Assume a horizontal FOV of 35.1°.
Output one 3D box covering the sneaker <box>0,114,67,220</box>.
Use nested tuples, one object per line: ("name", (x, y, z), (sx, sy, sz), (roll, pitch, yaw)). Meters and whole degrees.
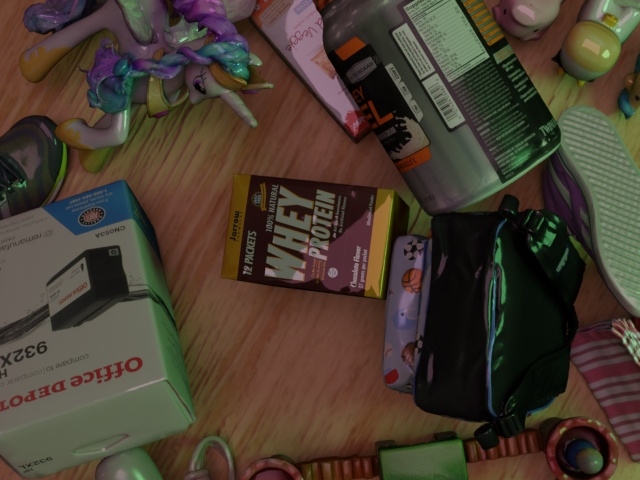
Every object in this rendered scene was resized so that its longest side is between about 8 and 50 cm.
("sneaker", (-0.451, -0.043, 1.341), (0.111, 0.121, 0.300), (38, 89, 5))

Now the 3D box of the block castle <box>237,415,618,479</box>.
("block castle", (0.139, 0.385, 1.222), (0.453, 0.213, 0.303), (-7, 86, 0))

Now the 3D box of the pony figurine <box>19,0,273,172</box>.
("pony figurine", (-0.217, -0.275, 1.258), (0.363, 0.303, 0.351), (-13, 84, 38))

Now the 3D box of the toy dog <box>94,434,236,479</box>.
("toy dog", (-0.200, 0.424, 1.280), (0.161, 0.220, 0.333), (-24, 76, 33))

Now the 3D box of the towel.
("towel", (0.385, 0.193, 1.264), (0.029, 0.144, 0.197), (-29, 85, -22))

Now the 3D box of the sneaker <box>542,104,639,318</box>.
("sneaker", (0.356, -0.013, 1.261), (0.102, 0.161, 0.282), (-9, 63, -8))

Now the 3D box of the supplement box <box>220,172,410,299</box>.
("supplement box", (0.000, 0.000, 1.266), (0.194, 0.191, 0.129), (7, 87, 11))

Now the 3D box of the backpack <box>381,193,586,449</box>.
("backpack", (0.203, 0.099, 1.221), (0.213, 0.263, 0.276), (7, 85, 38))

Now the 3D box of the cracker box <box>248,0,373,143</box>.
("cracker box", (0.031, -0.267, 1.353), (0.156, 0.067, 0.232), (-41, 85, 0))

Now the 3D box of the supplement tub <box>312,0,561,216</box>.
("supplement tub", (0.132, -0.203, 1.216), (0.193, 0.193, 0.316), (-32, 94, 1))

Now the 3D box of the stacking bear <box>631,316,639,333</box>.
("stacking bear", (0.550, 0.095, 1.258), (0.289, 0.164, 0.175), (0, 86, -1))

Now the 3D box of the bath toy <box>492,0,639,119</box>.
("bath toy", (0.294, -0.305, 1.317), (0.348, 0.151, 0.129), (35, 132, 4))

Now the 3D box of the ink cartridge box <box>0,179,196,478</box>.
("ink cartridge box", (-0.301, 0.105, 1.248), (0.223, 0.129, 0.307), (-18, 55, -1))
